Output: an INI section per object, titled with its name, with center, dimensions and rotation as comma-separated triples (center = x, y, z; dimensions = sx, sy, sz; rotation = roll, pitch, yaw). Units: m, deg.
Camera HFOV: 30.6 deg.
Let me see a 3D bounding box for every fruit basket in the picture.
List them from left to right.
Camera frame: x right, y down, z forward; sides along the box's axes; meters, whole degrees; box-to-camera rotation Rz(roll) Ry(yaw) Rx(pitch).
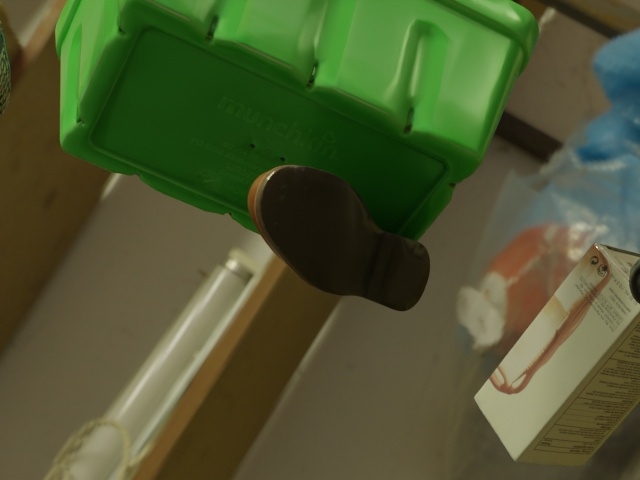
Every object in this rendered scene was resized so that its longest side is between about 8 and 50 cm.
[fruit basket]
center = -0.031, -0.177, 1.020
dimensions = 0.392, 0.392, 0.283
rotation = -43, -8, -48

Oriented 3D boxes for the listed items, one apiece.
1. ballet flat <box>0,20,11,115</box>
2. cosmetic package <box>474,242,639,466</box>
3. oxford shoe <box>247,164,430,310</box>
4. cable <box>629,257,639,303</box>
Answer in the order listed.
[ballet flat]
center = -0.499, -0.094, 0.995
dimensions = 0.482, 0.164, 0.182
rotation = -14, -48, -6
[cosmetic package]
center = 0.366, 0.161, 1.595
dimensions = 0.153, 0.129, 0.296
rotation = 12, -58, -38
[oxford shoe]
center = 0.000, 0.000, 0.853
dimensions = 0.212, 0.076, 0.076
rotation = 35, -104, -54
[cable]
center = 0.453, 0.039, 1.131
dimensions = 0.139, 0.287, 0.072
rotation = 67, -149, -20
